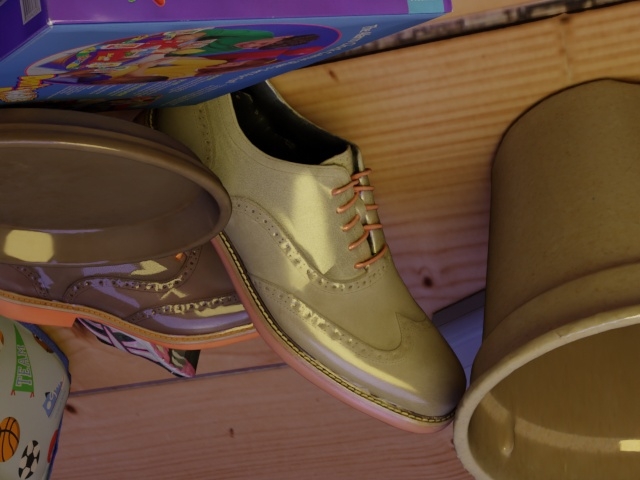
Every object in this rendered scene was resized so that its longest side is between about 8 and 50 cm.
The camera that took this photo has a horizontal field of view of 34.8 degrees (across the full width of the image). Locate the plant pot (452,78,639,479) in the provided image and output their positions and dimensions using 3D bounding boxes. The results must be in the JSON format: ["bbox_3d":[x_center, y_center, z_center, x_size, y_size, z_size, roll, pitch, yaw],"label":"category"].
[{"bbox_3d":[0.276,0.036,0.911,0.334,0.305,0.333,1,140,0],"label":"plant pot"}]

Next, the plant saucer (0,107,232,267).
[{"bbox_3d":[-0.208,-0.036,0.790,0.278,0.041,0.278,-3,162,-1],"label":"plant saucer"}]

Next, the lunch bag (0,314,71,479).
[{"bbox_3d":[-0.457,0.213,1.124,0.239,0.327,0.385,-17,138,29],"label":"lunch bag"}]

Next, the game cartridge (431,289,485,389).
[{"bbox_3d":[0.280,0.147,1.246,0.198,0.062,0.297,-33,130,29],"label":"game cartridge"}]

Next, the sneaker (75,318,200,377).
[{"bbox_3d":[-0.219,0.103,1.203,0.077,0.072,0.178,-19,130,40],"label":"sneaker"}]

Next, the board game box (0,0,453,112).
[{"bbox_3d":[-0.118,-0.142,0.655,0.233,0.078,0.347,-9,-177,-32],"label":"board game box"}]

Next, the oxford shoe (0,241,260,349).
[{"bbox_3d":[-0.177,0.021,1.047,0.364,0.130,0.132,2,134,-2],"label":"oxford shoe"}]

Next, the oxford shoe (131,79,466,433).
[{"bbox_3d":[0.000,0.000,0.892,0.397,0.140,0.146,46,124,-1],"label":"oxford shoe"}]
